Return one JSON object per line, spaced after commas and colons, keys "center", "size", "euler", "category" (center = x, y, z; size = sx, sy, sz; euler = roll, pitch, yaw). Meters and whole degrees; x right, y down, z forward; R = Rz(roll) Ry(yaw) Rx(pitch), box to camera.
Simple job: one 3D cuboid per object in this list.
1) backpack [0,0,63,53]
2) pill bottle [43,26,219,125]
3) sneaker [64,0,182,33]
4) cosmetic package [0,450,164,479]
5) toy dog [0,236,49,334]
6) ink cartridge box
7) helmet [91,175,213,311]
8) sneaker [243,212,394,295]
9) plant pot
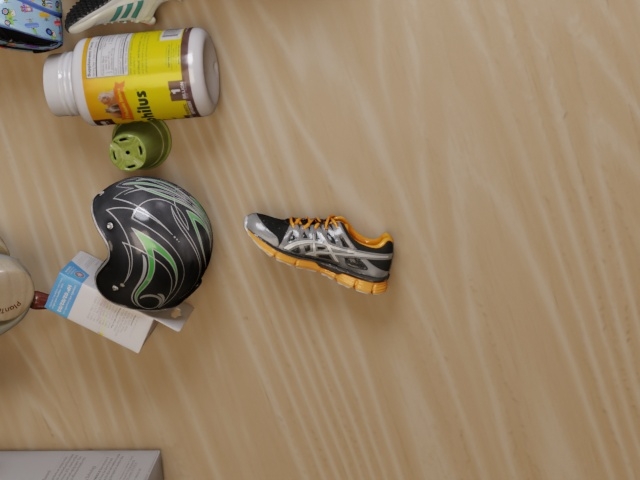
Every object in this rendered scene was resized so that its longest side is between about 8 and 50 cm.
{"center": [-0.410, -0.308, 1.826], "size": [0.173, 0.158, 0.117], "euler": [14, 90, -11], "category": "backpack"}
{"center": [-0.247, -0.212, 1.847], "size": [0.215, 0.117, 0.117], "euler": [-4, 106, 9], "category": "pill bottle"}
{"center": [-0.253, -0.300, 1.843], "size": [0.161, 0.057, 0.075], "euler": [-32, 125, 0], "category": "sneaker"}
{"center": [-0.411, 0.420, 2.041], "size": [0.365, 0.155, 0.197], "euler": [-3, 109, 7], "category": "cosmetic package"}
{"center": [-0.485, 0.142, 1.968], "size": [0.161, 0.220, 0.333], "euler": [30, 120, -35], "category": "toy dog"}
{"center": [-0.275, 0.092, 1.949], "size": [0.181, 0.104, 0.062], "euler": [26, 108, -1], "category": "ink cartridge box"}
{"center": [-0.227, -0.004, 1.886], "size": [0.169, 0.169, 0.162], "euler": [17, 120, 2], "category": "helmet"}
{"center": [0.000, 0.000, 1.902], "size": [0.214, 0.084, 0.083], "euler": [20, 105, -8], "category": "sneaker"}
{"center": [-0.250, -0.126, 1.893], "size": [0.083, 0.079, 0.083], "euler": [2, 106, 8], "category": "plant pot"}
